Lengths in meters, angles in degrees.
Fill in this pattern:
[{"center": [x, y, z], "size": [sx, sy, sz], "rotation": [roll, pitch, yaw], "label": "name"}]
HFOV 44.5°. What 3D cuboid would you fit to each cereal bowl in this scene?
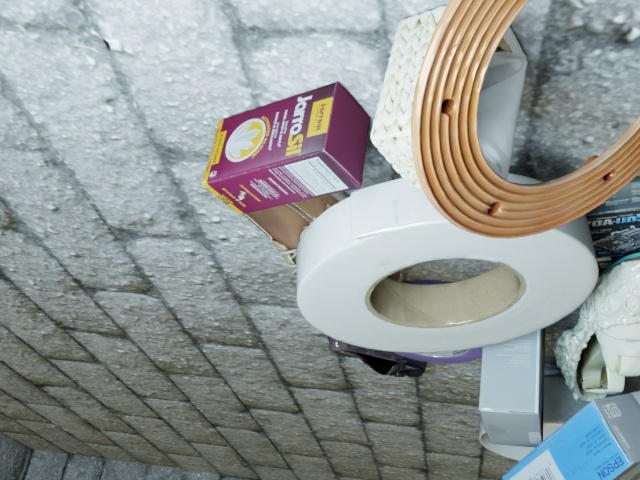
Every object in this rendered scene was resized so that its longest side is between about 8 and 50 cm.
[{"center": [0.500, 0.360, 1.608], "size": [0.339, 0.141, 0.339], "rotation": [8, 152, 5], "label": "cereal bowl"}]

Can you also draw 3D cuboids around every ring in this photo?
[{"center": [0.219, -0.147, 0.678], "size": [0.337, 0.032, 0.336], "rotation": [-18, 132, -21], "label": "ring"}]

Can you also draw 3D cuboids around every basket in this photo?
[{"center": [0.129, -0.141, 0.778], "size": [0.103, 0.167, 0.113], "rotation": [-3, 150, 36], "label": "basket"}]

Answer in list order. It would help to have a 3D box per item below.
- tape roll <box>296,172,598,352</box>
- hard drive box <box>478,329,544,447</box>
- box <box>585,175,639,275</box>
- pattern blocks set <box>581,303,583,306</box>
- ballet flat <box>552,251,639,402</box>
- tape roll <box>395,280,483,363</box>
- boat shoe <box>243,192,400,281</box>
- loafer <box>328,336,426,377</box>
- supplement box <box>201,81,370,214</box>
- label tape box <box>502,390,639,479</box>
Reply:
[{"center": [0.159, 0.044, 1.026], "size": [0.392, 0.072, 0.392], "rotation": [-1, 150, -1], "label": "tape roll"}, {"center": [0.314, 0.195, 1.266], "size": [0.089, 0.232, 0.181], "rotation": [0, 151, 18], "label": "hard drive box"}, {"center": [0.404, -0.015, 1.037], "size": [0.220, 0.051, 0.175], "rotation": [-8, 148, 31], "label": "box"}, {"center": [0.613, 0.153, 1.306], "size": [0.286, 0.026, 0.325], "rotation": [-12, 145, 36], "label": "pattern blocks set"}, {"center": [0.450, 0.154, 1.169], "size": [0.147, 0.146, 0.409], "rotation": [7, 156, 7], "label": "ballet flat"}, {"center": [0.202, 0.146, 1.376], "size": [0.189, 0.080, 0.189], "rotation": [9, 152, 5], "label": "tape roll"}, {"center": [0.000, 0.000, 1.129], "size": [0.324, 0.116, 0.123], "rotation": [28, 147, -30], "label": "boat shoe"}, {"center": [0.106, 0.220, 1.527], "size": [0.109, 0.095, 0.302], "rotation": [-12, 145, 36], "label": "loafer"}, {"center": [-0.042, -0.108, 0.955], "size": [0.188, 0.104, 0.081], "rotation": [-11, 145, 34], "label": "supplement box"}, {"center": [0.509, 0.349, 1.283], "size": [0.348, 0.115, 0.249], "rotation": [1, 138, -31], "label": "label tape box"}]
